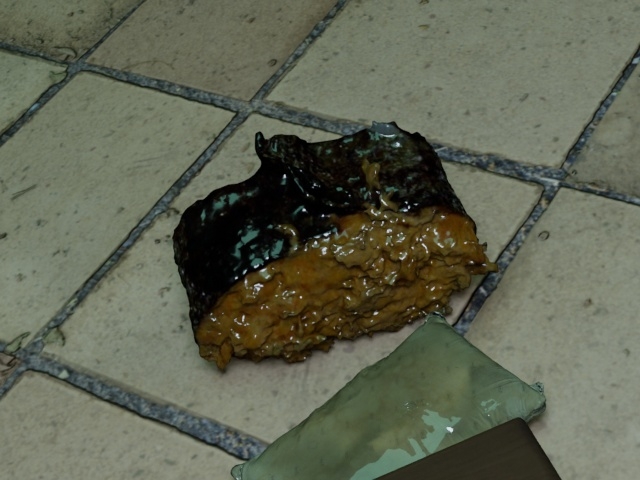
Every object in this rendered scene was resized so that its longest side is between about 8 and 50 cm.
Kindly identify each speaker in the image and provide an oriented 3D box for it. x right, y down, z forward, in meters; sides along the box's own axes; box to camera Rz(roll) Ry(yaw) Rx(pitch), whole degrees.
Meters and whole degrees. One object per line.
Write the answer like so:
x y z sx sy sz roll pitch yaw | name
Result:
0.122 0.299 1.221 0.231 0.153 0.192 -22 38 -4 | speaker

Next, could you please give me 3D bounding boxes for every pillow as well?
0.074 0.204 1.412 0.302 0.075 0.185 -37 49 -17 | pillow

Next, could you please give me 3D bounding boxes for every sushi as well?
0.000 0.000 1.535 0.349 0.234 0.207 -22 43 1 | sushi
